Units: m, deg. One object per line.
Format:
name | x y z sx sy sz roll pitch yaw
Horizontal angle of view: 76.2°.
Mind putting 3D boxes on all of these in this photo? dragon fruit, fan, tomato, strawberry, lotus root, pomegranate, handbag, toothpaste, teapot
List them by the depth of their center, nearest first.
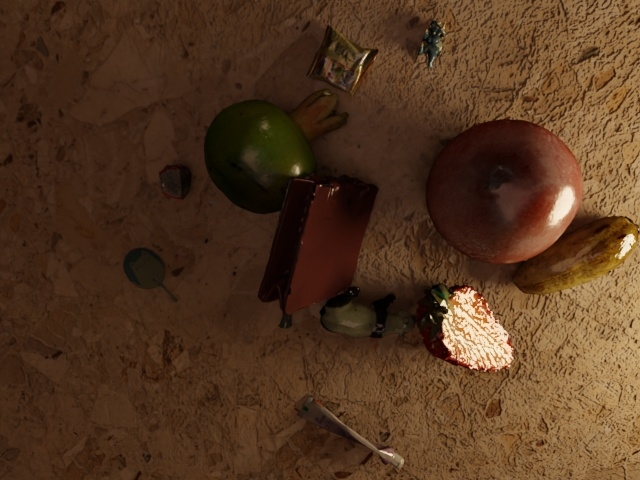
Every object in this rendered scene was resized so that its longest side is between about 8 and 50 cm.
tomato | 0.329 -0.093 0.758 0.270 0.227 0.270 -1 87 26
pomegranate | -0.082 -0.190 0.816 0.302 0.236 0.236 -35 99 4
handbag | 0.001 0.001 0.834 0.084 0.260 0.275 27 109 29
lotus root | 0.538 0.040 0.856 0.258 0.097 0.110 -36 102 20
strawberry | 0.304 0.199 0.911 0.286 0.188 0.106 38 149 -20
dragon fruit | -0.333 -0.140 0.938 0.056 0.060 0.083 4 118 8
teapot | -0.081 0.167 1.011 0.043 0.043 0.111 11 112 5
fan | -0.433 0.096 1.054 0.113 0.005 0.175 -40 98 17
toothpaste | 0.083 0.519 1.091 0.301 0.048 0.075 29 136 5

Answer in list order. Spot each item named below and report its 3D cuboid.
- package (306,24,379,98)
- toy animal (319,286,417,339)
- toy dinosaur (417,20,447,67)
package | 0.043 -0.363 0.833 0.121 0.031 0.108 29 108 4
toy animal | 0.109 0.175 0.942 0.225 0.121 0.094 11 108 3
toy dinosaur | 0.221 -0.386 0.800 0.047 0.030 0.083 18 109 5
